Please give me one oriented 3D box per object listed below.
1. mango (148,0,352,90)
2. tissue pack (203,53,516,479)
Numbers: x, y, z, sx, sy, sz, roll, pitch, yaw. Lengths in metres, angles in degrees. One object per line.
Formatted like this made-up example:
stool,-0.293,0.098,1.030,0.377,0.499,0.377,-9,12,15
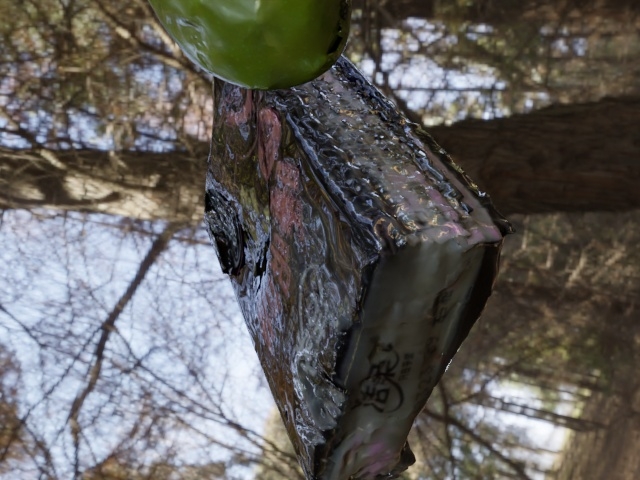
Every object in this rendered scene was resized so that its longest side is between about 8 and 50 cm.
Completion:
mango,-0.053,-0.138,0.430,0.074,0.165,0.091,16,-73,-58
tissue pack,0.000,0.000,0.643,0.123,0.332,0.245,-6,-51,-22
